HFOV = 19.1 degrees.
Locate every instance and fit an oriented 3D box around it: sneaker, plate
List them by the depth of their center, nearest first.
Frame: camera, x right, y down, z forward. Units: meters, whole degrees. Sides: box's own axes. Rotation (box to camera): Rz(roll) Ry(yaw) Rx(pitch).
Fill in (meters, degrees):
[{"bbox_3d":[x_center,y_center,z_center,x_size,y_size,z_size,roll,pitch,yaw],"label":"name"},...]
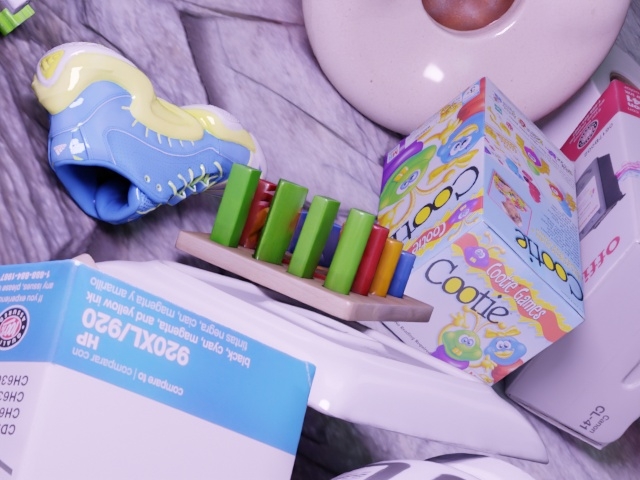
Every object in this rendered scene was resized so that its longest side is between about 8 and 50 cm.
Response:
[{"bbox_3d":[-0.003,0.078,1.356,0.278,0.045,0.277,23,2,39],"label":"plate"},{"bbox_3d":[-0.133,-0.053,1.471,0.240,0.091,0.126,28,53,-43],"label":"sneaker"}]

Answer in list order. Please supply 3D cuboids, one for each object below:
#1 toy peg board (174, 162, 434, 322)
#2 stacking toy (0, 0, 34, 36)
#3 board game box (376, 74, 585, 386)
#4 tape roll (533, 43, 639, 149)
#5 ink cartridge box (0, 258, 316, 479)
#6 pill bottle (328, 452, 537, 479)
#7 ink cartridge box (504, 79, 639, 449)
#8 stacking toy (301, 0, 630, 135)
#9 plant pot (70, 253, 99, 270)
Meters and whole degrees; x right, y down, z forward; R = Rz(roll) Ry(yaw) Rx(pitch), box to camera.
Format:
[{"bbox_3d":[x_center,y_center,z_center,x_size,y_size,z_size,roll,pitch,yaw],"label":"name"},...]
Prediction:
[{"bbox_3d":[0.000,0.000,1.499,0.161,0.079,0.160,23,7,26],"label":"toy peg board"},{"bbox_3d":[-0.263,-0.237,1.398,0.167,0.052,0.221,51,-9,-7],"label":"stacking toy"},{"bbox_3d":[0.148,-0.007,1.795,0.144,0.142,0.275,43,26,-19],"label":"board game box"},{"bbox_3d":[0.306,-0.092,2.147,0.246,0.169,0.246,40,28,-26],"label":"tape roll"},{"bbox_3d":[-0.139,0.148,0.951,0.168,0.171,0.233,27,68,-41],"label":"ink cartridge box"},{"bbox_3d":[0.032,0.252,1.172,0.210,0.210,0.363,57,25,9],"label":"pill bottle"},{"bbox_3d":[0.289,0.017,1.890,0.131,0.226,0.306,29,31,-13],"label":"ink cartridge box"},{"bbox_3d":[0.107,-0.341,2.080,0.350,0.350,0.480,39,10,-26],"label":"stacking toy"},{"bbox_3d":[-0.177,0.088,1.166,0.096,0.109,0.109,-18,72,-53],"label":"plant pot"}]
